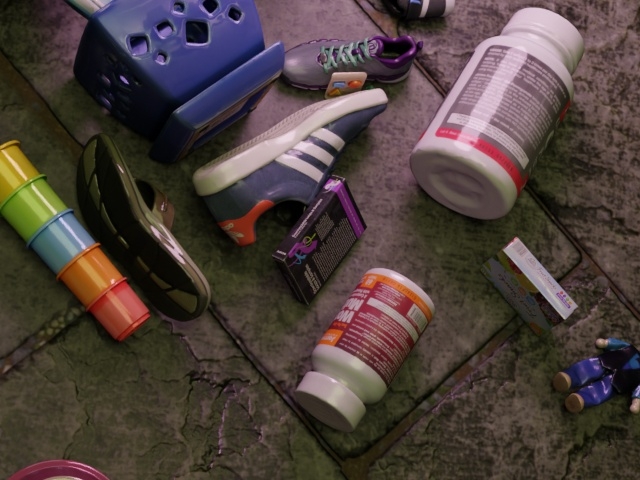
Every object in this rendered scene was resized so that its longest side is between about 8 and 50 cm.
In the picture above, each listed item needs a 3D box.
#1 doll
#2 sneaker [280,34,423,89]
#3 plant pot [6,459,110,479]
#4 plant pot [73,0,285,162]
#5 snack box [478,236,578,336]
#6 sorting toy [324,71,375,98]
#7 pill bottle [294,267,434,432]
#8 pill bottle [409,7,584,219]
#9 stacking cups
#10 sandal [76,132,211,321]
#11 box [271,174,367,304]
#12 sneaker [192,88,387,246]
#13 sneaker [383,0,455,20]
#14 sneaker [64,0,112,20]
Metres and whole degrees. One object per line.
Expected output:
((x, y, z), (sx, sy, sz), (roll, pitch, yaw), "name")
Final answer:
((0.453, 0.209, 1.968), (0.189, 0.046, 0.129), (-19, 69, -25), "doll")
((0.046, -0.293, 1.997), (0.224, 0.098, 0.083), (-7, 75, -16), "sneaker")
((-0.336, 0.377, 1.644), (0.201, 0.180, 0.201), (4, 73, -13), "plant pot")
((-0.197, -0.258, 1.859), (0.236, 0.236, 0.212), (-37, 91, -22), "plant pot")
((0.315, 0.072, 1.947), (0.037, 0.100, 0.141), (-38, 84, -22), "snack box")
((0.052, -0.240, 2.002), (0.083, 0.062, 0.012), (-3, 61, -15), "sorting toy")
((0.062, 0.158, 1.846), (0.121, 0.121, 0.221), (36, 68, -1), "pill bottle")
((0.284, -0.204, 1.987), (0.176, 0.176, 0.318), (33, 68, -2), "pill bottle")
((-0.367, 0.009, 1.803), (0.096, 0.096, 0.316), (-37, 86, -21), "stacking cups")
((-0.251, -0.018, 1.843), (0.086, 0.120, 0.302), (-29, 82, -49), "sandal")
((0.000, 0.000, 1.889), (0.029, 0.116, 0.162), (19, 62, 34), "box")
((-0.024, -0.108, 1.921), (0.350, 0.131, 0.148), (-32, 103, -26), "sneaker")
((0.137, -0.464, 2.084), (0.121, 0.079, 0.216), (-10, 77, -18), "sneaker")
((-0.351, -0.471, 1.869), (0.208, 0.127, 0.319), (-43, 65, 2), "sneaker")
